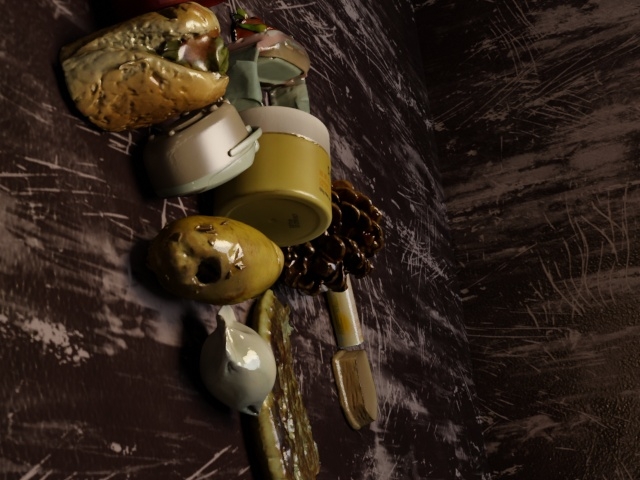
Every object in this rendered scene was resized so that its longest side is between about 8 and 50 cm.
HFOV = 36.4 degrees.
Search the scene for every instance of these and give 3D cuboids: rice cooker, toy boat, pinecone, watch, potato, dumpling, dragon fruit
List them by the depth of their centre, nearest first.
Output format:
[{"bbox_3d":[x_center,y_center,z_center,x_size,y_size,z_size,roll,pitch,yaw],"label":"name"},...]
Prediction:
[{"bbox_3d":[-0.161,0.033,1.553,0.300,0.173,0.140,19,82,-69],"label":"potato"},{"bbox_3d":[-0.195,-0.147,1.584,0.206,0.145,0.127,-44,117,-35],"label":"rice cooker"},{"bbox_3d":[-0.142,0.195,1.605,0.228,0.124,0.151,83,-14,-46],"label":"dumpling"},{"bbox_3d":[-0.104,-0.277,1.937,0.253,0.162,0.241,11,64,-63],"label":"watch"},{"bbox_3d":[-0.006,0.003,1.973,0.257,0.243,0.243,-31,112,-32],"label":"pinecone"},{"bbox_3d":[-0.120,-0.419,2.113,0.142,0.175,0.138,106,-5,-61],"label":"dragon fruit"},{"bbox_3d":[0.084,0.346,2.257,0.116,0.061,0.188,-25,102,-72],"label":"toy boat"}]

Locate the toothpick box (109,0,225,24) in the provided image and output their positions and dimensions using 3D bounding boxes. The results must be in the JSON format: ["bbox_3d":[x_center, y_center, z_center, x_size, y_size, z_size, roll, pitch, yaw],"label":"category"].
[{"bbox_3d":[-0.276,-0.526,1.540,0.204,0.204,0.333,-39,115,-70],"label":"toothpick box"}]

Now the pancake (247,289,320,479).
[{"bbox_3d":[-0.078,0.304,1.832,0.305,0.067,0.426,14,63,-78],"label":"pancake"}]

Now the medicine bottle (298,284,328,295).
[{"bbox_3d":[-0.004,0.088,2.118,0.052,0.089,0.052,-13,90,-72],"label":"medicine bottle"}]

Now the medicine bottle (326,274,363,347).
[{"bbox_3d":[0.048,0.138,2.278,0.074,0.074,0.218,-33,111,-71],"label":"medicine bottle"}]

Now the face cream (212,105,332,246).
[{"bbox_3d":[-0.089,-0.112,1.792,0.218,0.218,0.179,49,34,-56],"label":"face cream"}]

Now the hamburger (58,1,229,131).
[{"bbox_3d":[-0.232,-0.270,1.493,0.330,0.209,0.162,-34,110,-69],"label":"hamburger"}]
